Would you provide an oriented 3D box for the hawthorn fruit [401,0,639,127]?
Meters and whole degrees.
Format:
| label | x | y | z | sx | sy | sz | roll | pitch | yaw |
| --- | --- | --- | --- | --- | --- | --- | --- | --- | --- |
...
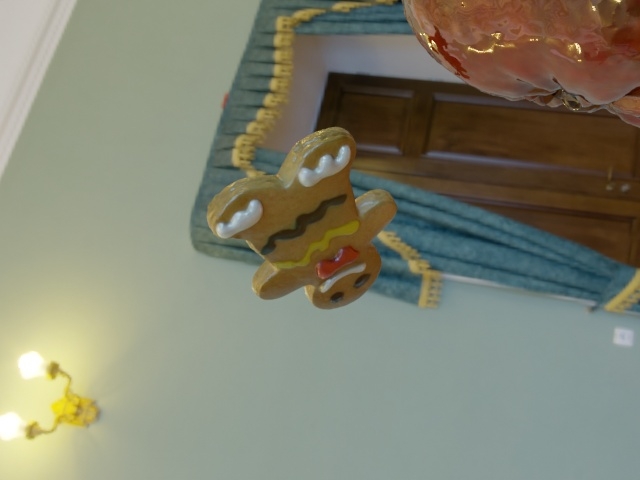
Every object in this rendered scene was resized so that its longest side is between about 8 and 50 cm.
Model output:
| label | x | y | z | sx | sy | sz | roll | pitch | yaw |
| --- | --- | --- | --- | --- | --- | --- | --- | --- | --- |
| hawthorn fruit | 0.201 | -0.222 | 0.459 | 0.276 | 0.276 | 0.307 | 27 | -97 | -76 |

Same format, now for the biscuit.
| label | x | y | z | sx | sy | sz | roll | pitch | yaw |
| --- | --- | --- | --- | --- | --- | --- | --- | --- | --- |
| biscuit | 0.001 | 0.001 | 0.675 | 0.035 | 0.158 | 0.240 | 56 | -179 | 36 |
